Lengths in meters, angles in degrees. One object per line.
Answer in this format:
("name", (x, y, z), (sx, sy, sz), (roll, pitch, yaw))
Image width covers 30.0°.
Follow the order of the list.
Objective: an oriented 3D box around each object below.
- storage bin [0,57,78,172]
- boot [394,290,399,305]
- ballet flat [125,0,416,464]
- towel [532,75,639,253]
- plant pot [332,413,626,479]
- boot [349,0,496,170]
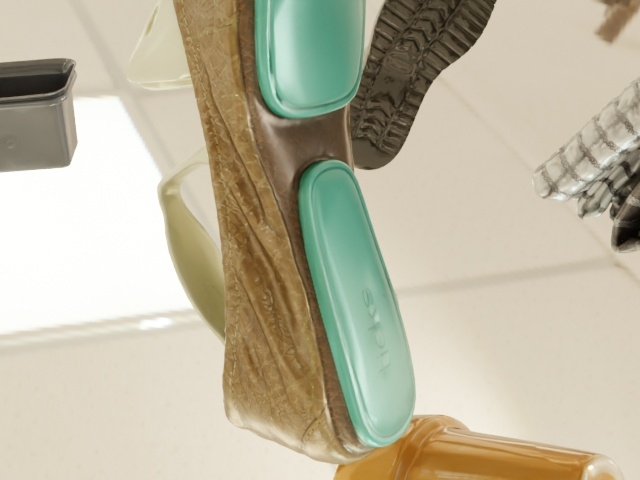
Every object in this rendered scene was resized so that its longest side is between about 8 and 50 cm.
("storage bin", (-0.302, -0.121, 1.177), (0.135, 0.091, 0.098), (-4, -147, 2))
("boot", (-0.001, 0.002, 1.272), (0.178, 0.085, 0.236), (45, -160, -27))
("ballet flat", (-0.034, -0.052, 0.616), (0.124, 0.343, 0.116), (-4, -171, 31))
("towel", (0.299, -0.103, 0.778), (0.121, 0.235, 0.283), (49, -141, 8))
("plant pot", (0.136, 0.234, 0.927), (0.187, 0.205, 0.205), (-10, -158, 33))
("boot", (0.067, -0.165, 0.951), (0.076, 0.198, 0.137), (31, -161, -12))
